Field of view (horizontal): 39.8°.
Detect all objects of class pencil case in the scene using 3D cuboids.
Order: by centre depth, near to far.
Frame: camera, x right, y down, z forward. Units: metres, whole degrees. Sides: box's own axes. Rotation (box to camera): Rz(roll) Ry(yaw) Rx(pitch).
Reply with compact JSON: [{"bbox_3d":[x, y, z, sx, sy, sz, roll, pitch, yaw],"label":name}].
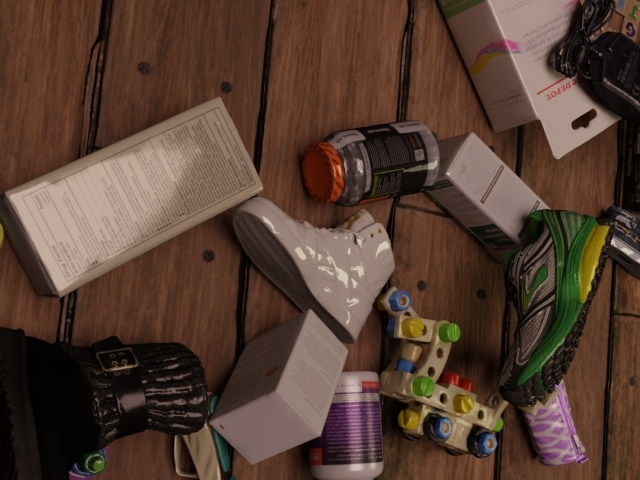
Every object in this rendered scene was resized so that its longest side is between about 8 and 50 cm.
[{"bbox_3d":[0.389,0.285,1.506,0.086,0.088,0.206,-23,97,-27],"label":"pencil case"}]

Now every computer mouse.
[{"bbox_3d":[0.515,-0.281,1.499,0.272,0.072,0.188,35,71,-11],"label":"computer mouse"}]

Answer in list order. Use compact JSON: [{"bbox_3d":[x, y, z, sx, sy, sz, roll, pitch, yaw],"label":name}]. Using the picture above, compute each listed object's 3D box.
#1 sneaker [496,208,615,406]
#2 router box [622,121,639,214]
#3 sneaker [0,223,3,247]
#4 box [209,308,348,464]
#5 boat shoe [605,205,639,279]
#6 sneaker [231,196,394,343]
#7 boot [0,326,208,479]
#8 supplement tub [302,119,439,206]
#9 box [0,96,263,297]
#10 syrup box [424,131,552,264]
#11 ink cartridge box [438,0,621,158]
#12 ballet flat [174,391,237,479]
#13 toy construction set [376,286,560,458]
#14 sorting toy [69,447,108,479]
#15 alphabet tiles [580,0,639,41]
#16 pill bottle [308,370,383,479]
[{"bbox_3d":[0.338,0.099,1.359,0.343,0.146,0.134,-62,156,-29],"label":"sneaker"},{"bbox_3d":[0.680,-0.207,1.614,0.081,0.243,0.308,10,82,-28],"label":"router box"},{"bbox_3d":[-0.484,0.010,1.017,0.240,0.126,0.091,-22,97,-29],"label":"sneaker"},{"bbox_3d":[-0.053,0.198,1.204,0.091,0.130,0.170,49,33,-18],"label":"box"},{"bbox_3d":[0.594,0.011,1.651,0.183,0.065,0.083,33,73,-22],"label":"boat shoe"},{"bbox_3d":[0.000,0.000,1.293,0.169,0.108,0.292,-56,129,-23],"label":"sneaker"},{"bbox_3d":[-0.251,0.216,1.029,0.260,0.348,0.131,12,114,-25],"label":"boot"},{"bbox_3d":[0.076,-0.116,1.344,0.190,0.117,0.117,-12,92,-30],"label":"supplement tub"},{"bbox_3d":[-0.249,-0.058,1.155,0.311,0.121,0.148,-29,100,-28],"label":"box"},{"bbox_3d":[0.278,-0.064,1.465,0.237,0.093,0.096,41,68,-21],"label":"syrup box"},{"bbox_3d":[0.358,-0.325,1.513,0.207,0.119,0.353,-30,100,-29],"label":"ink cartridge box"},{"bbox_3d":[-0.153,0.330,1.215,0.086,0.086,0.248,-14,92,-29],"label":"ballet flat"},{"bbox_3d":[0.216,0.220,1.390,0.328,0.151,0.215,20,71,-20],"label":"toy construction set"},{"bbox_3d":[-0.295,0.424,1.095,0.127,0.126,0.365,5,85,-29],"label":"sorting toy"},{"bbox_3d":[0.528,-0.477,1.682,0.237,0.009,0.198,21,77,-27],"label":"alphabet tiles"},{"bbox_3d":[0.036,0.290,1.284,0.108,0.108,0.193,4,76,-29],"label":"pill bottle"}]
